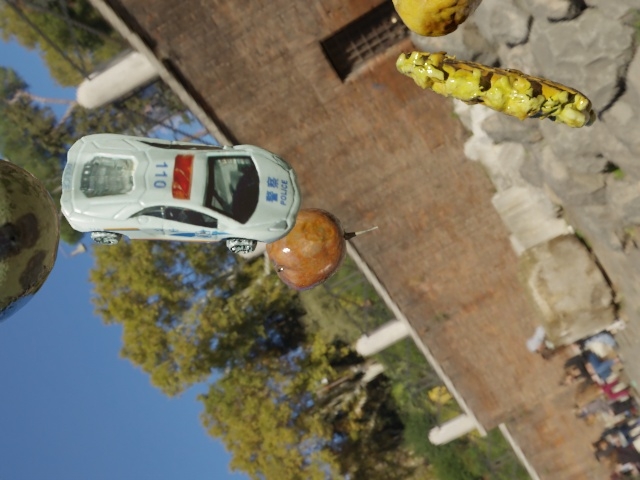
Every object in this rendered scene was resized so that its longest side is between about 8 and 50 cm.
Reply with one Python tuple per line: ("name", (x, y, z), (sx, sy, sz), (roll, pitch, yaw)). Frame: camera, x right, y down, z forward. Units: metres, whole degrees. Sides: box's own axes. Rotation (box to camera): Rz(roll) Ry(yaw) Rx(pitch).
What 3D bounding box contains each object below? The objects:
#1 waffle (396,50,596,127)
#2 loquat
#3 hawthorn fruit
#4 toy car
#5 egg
("waffle", (0.276, -0.238, 1.205), (0.302, 0.325, 0.068), (-73, -4, -75))
("loquat", (0.165, -0.352, 1.075), (0.137, 0.137, 0.113), (61, 165, 1))
("hawthorn fruit", (-0.013, 0.011, 1.403), (0.149, 0.189, 0.149), (31, 126, 54))
("toy car", (-0.117, -0.044, 0.665), (0.056, 0.205, 0.095), (103, 170, -69))
("egg", (-0.745, 0.020, 1.613), (0.345, 0.428, 0.345), (27, 149, 18))
